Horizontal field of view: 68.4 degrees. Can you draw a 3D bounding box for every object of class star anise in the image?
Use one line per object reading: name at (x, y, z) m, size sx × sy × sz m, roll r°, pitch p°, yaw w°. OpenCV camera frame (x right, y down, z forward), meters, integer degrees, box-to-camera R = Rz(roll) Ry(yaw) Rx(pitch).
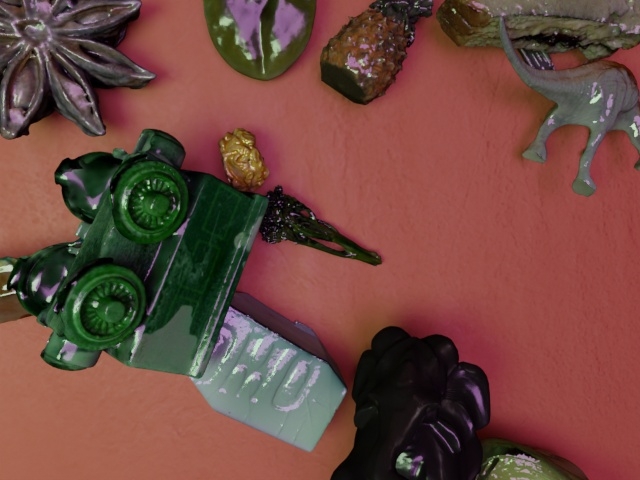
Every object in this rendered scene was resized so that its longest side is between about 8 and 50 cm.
star anise at (-0.329, -0.235, 0.556) m, size 0.236 × 0.109 × 0.223 m, roll 42°, pitch 82°, yaw -25°

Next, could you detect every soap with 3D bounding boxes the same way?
soap at (-0.084, 0.170, 0.647) m, size 0.230 × 0.091 × 0.145 m, roll 29°, pitch 90°, yaw -13°

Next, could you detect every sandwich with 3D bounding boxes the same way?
sandwich at (0.330, -0.326, 0.644) m, size 0.254 × 0.099 × 0.288 m, roll 44°, pitch 80°, yaw -15°

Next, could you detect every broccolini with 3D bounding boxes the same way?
broccolini at (-0.001, -0.006, 0.675) m, size 0.201 × 0.058 × 0.074 m, roll 26°, pitch 106°, yaw -27°

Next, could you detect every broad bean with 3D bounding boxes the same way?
broad bean at (-0.074, -0.320, 0.607) m, size 0.153 × 0.072 × 0.207 m, roll 20°, pitch 94°, yaw 1°

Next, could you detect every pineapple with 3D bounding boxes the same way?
pineapple at (0.087, -0.275, 0.628) m, size 0.108 × 0.108 × 0.198 m, roll 41°, pitch 82°, yaw -11°

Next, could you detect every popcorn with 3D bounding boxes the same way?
popcorn at (-0.103, -0.107, 0.623) m, size 0.057 × 0.083 × 0.082 m, roll -19°, pitch 130°, yaw -2°

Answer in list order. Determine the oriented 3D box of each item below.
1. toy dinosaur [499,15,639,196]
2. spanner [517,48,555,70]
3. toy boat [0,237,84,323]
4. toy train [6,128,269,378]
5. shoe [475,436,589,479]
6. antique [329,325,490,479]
toy dinosaur at (0.366, -0.187, 0.675) m, size 0.393 × 0.092 × 0.205 m, roll 30°, pitch 89°, yaw -19°
spanner at (0.246, -0.364, 0.681) m, size 0.093 × 0.026 × 0.325 m, roll -41°, pitch 102°, yaw -6°
toy boat at (-0.324, 0.030, 0.589) m, size 0.293 × 0.108 × 0.099 m, roll -22°, pitch 67°, yaw -12°
toy train at (-0.198, 0.017, 0.528) m, size 0.202 × 0.145 × 0.266 m, roll 31°, pitch 75°, yaw -51°
shoe at (0.327, 0.393, 0.723) m, size 0.262 × 0.128 × 0.140 m, roll 25°, pitch 84°, yaw -2°
antique at (0.113, 0.277, 0.604) m, size 0.185 × 0.255 × 0.322 m, roll 6°, pitch 136°, yaw 22°
